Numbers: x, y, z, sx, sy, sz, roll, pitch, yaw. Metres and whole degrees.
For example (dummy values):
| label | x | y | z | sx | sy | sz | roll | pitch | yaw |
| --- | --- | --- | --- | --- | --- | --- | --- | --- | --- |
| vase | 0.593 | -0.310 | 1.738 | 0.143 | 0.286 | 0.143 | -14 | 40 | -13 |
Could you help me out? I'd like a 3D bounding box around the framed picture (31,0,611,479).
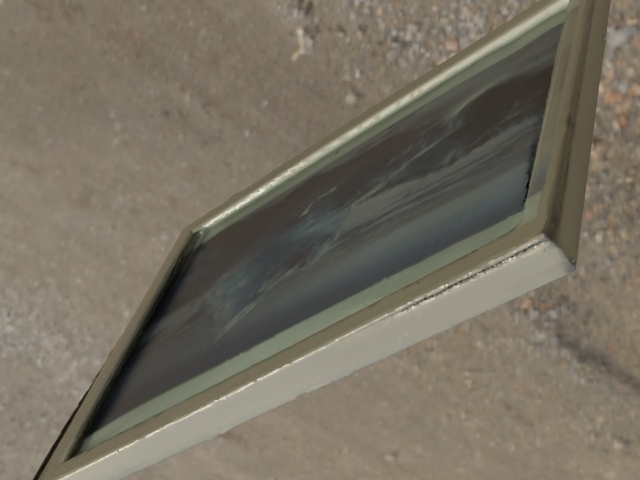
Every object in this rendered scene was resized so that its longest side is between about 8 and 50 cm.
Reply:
| label | x | y | z | sx | sy | sz | roll | pitch | yaw |
| --- | --- | --- | --- | --- | --- | --- | --- | --- | --- |
| framed picture | 0.000 | 0.000 | 0.852 | 0.446 | 0.326 | 0.028 | -30 | 113 | 33 |
